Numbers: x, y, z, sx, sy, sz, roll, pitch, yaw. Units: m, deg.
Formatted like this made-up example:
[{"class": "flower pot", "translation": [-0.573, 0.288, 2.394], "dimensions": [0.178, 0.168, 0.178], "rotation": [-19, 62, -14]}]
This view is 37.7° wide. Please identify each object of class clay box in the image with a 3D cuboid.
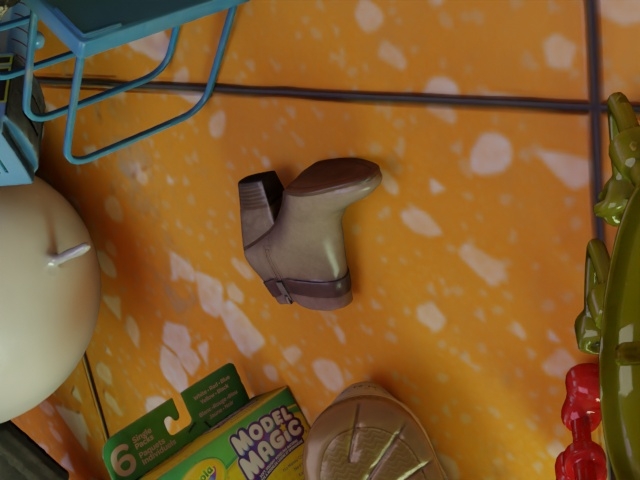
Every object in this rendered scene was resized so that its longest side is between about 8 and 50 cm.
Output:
[{"class": "clay box", "translation": [-0.039, 0.200, 0.623], "dimensions": [0.053, 0.127, 0.222], "rotation": [-25, 94, 48]}]

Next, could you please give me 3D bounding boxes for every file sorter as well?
[{"class": "file sorter", "translation": [-0.147, -0.145, 0.547], "dimensions": [0.170, 0.118, 0.104], "rotation": [44, 140, 17]}]

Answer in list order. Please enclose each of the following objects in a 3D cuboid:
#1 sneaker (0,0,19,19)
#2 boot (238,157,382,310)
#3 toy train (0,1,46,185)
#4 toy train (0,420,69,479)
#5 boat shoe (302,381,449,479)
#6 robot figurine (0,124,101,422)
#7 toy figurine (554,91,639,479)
[{"class": "sneaker", "translation": [-0.099, -0.173, 0.385], "dimensions": [0.343, 0.134, 0.146], "rotation": [-42, 85, 15]}, {"class": "boot", "translation": [0.000, 0.000, 0.544], "dimensions": [0.118, 0.042, 0.087], "rotation": [1, 118, 46]}, {"class": "toy train", "translation": [-0.237, -0.118, 0.625], "dimensions": [0.080, 0.105, 0.184], "rotation": [87, 180, -61]}, {"class": "toy train", "translation": [-0.259, 0.265, 0.822], "dimensions": [0.190, 0.142, 0.334], "rotation": [-3, 131, 45]}, {"class": "boat shoe", "translation": [0.065, 0.215, 0.561], "dimensions": [0.098, 0.096, 0.277], "rotation": [-13, 95, 9]}, {"class": "robot figurine", "translation": [-0.308, 0.027, 0.728], "dimensions": [0.354, 0.200, 0.299], "rotation": [13, 82, 42]}, {"class": "toy figurine", "translation": [0.208, 0.131, 0.374], "dimensions": [0.217, 0.191, 0.362], "rotation": [6, 116, 10]}]
